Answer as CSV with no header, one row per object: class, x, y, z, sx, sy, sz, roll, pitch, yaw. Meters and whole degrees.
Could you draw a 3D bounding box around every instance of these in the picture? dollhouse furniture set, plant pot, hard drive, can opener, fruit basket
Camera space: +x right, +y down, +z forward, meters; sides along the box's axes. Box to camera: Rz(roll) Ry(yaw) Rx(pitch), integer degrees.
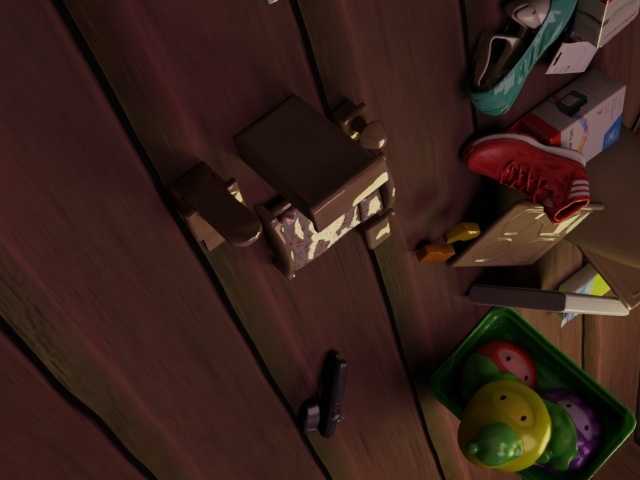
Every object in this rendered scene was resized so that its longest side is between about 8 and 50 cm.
dollhouse furniture set,0.000,0.000,1.341,0.303,0.174,0.355,-37,144,-15
plant pot,0.582,-0.061,1.838,0.257,0.274,0.256,-30,142,-26
hard drive,0.463,0.121,1.961,0.308,0.203,0.040,8,86,-51
can opener,0.017,0.278,1.737,0.073,0.059,0.186,-14,134,-39
fruit basket,0.401,0.334,1.945,0.283,0.392,0.392,-48,146,0

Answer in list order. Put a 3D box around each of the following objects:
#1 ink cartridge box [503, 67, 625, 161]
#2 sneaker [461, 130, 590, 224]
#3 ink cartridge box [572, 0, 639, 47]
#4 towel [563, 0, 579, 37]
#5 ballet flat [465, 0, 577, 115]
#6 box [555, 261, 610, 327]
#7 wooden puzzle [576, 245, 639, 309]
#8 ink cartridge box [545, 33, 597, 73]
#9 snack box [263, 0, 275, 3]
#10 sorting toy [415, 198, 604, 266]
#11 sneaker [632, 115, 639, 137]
ink cartridge box,0.420,-0.183,1.710,0.231,0.078,0.134,-35,144,-17
sneaker,0.344,-0.100,1.594,0.221,0.128,0.087,4,139,-12
ink cartridge box,0.443,-0.376,1.493,0.099,0.056,0.135,-40,155,-14
towel,0.429,-0.384,1.564,0.067,0.029,0.119,-10,130,-44
ballet flat,0.296,-0.302,1.457,0.087,0.083,0.247,18,108,-39
box,0.600,0.110,2.233,0.178,0.042,0.109,-34,143,-20
wooden puzzle,0.638,0.005,2.034,0.239,0.221,0.044,-31,168,-26
ink cartridge box,0.409,-0.308,1.613,0.115,0.029,0.062,-12,139,-41
snack box,0.035,-0.418,1.064,0.322,0.060,0.187,-36,145,-17
sorting toy,0.325,-0.017,1.733,0.307,0.041,0.229,0,150,-36
sneaker,0.658,-0.201,1.968,0.064,0.067,0.175,-21,139,-37
